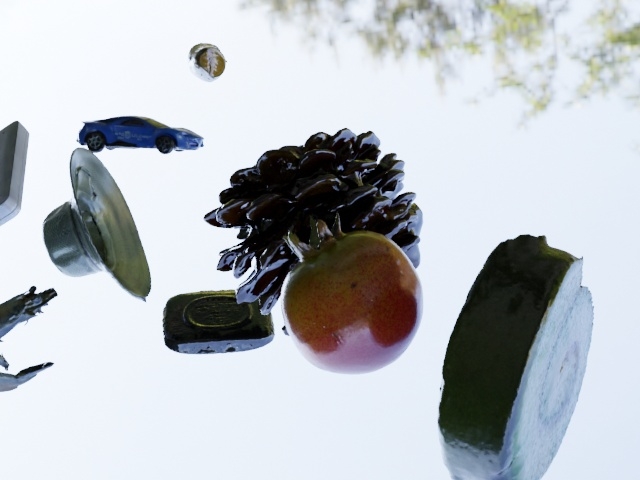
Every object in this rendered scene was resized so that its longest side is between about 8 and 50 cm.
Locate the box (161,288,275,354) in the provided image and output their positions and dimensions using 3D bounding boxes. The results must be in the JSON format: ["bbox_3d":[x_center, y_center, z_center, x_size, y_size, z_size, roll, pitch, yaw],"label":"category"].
[{"bbox_3d":[-0.194,0.147,2.394,0.212,0.042,0.201,-1,-151,-9],"label":"box"}]

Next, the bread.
[{"bbox_3d":[0.281,0.171,1.799,0.129,0.382,0.366,15,-159,24],"label":"bread"}]

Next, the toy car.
[{"bbox_3d":[-0.302,-0.179,2.127,0.216,0.063,0.103,2,-173,9],"label":"toy car"}]

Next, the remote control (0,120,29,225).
[{"bbox_3d":[-0.458,-0.083,1.762,0.103,0.034,0.250,-32,-149,9],"label":"remote control"}]

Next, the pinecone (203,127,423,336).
[{"bbox_3d":[0.000,0.000,2.245,0.397,0.398,0.398,-8,-151,5],"label":"pinecone"}]

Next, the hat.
[{"bbox_3d":[-0.357,-0.005,1.894,0.110,0.252,0.252,-22,-152,8],"label":"hat"}]

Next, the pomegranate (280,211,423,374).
[{"bbox_3d":[0.039,0.077,1.913,0.221,0.257,0.221,-35,-174,4],"label":"pomegranate"}]

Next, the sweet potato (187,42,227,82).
[{"bbox_3d":[-0.222,-0.347,2.463,0.077,0.077,0.244,-14,-168,-5],"label":"sweet potato"}]

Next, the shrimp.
[{"bbox_3d":[-0.496,0.165,2.042,0.217,0.150,0.051,-36,-151,0],"label":"shrimp"}]
